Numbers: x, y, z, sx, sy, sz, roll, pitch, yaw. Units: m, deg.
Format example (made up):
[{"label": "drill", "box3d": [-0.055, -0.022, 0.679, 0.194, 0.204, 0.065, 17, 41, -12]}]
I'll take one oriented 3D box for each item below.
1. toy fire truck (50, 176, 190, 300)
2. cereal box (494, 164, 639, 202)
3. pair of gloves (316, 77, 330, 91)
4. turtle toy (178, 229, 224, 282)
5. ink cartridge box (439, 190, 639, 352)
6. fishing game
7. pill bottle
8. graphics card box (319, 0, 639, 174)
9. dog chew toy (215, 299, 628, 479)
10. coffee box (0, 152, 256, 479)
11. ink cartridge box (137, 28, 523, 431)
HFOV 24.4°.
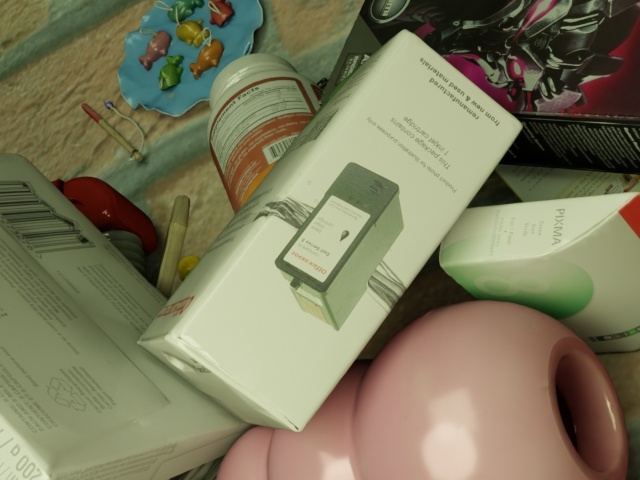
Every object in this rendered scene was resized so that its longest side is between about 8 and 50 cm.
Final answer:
[{"label": "toy fire truck", "box3d": [-0.195, 0.022, 1.385, 0.246, 0.158, 0.217, -23, 54, 19]}, {"label": "cereal box", "box3d": [0.222, -0.100, 1.236, 0.173, 0.047, 0.240, -41, 48, 8]}, {"label": "pair of gloves", "box3d": [0.000, -0.116, 1.422, 0.074, 0.010, 0.083, -40, 48, 13]}, {"label": "turtle toy", "box3d": [-0.065, 0.039, 1.343, 0.130, 0.066, 0.095, -35, 48, 13]}, {"label": "ink cartridge box", "box3d": [0.226, 0.026, 1.075, 0.225, 0.181, 0.056, -3, 63, 33]}, {"label": "fishing game", "box3d": [-0.145, -0.212, 1.556, 0.264, 0.041, 0.189, -49, 46, 2]}, {"label": "pill bottle", "box3d": [-0.033, -0.076, 1.327, 0.121, 0.121, 0.216, -38, 39, 11]}, {"label": "graphics card box", "box3d": [0.199, -0.175, 1.198, 0.371, 0.094, 0.232, 8, 67, 41]}, {"label": "dog chew toy", "box3d": [0.057, 0.172, 1.108, 0.332, 0.207, 0.206, -23, 54, 32]}, {"label": "coffee box", "box3d": [-0.315, 0.156, 1.163, 0.337, 0.338, 0.334, 44, 107, 16]}, {"label": "ink cartridge box", "box3d": [0.000, 0.000, 1.091, 0.273, 0.115, 0.198, -53, 7, -12]}]
